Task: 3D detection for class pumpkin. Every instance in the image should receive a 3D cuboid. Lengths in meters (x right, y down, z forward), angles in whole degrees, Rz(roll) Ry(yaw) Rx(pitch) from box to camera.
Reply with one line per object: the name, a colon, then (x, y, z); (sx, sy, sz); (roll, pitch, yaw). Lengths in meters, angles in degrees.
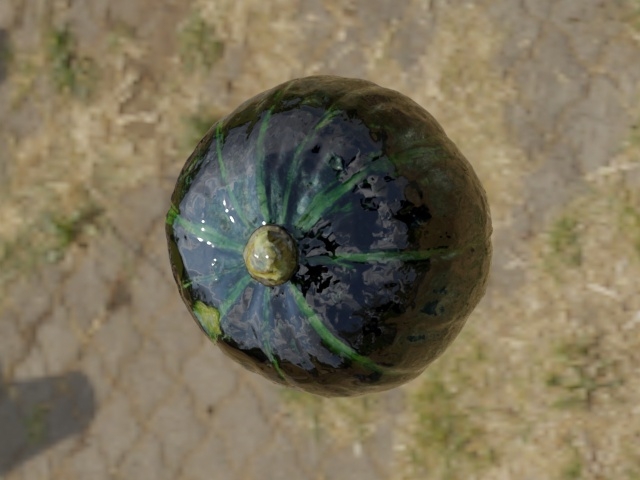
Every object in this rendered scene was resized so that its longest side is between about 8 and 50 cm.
pumpkin: (0.000, 0.000, 1.648); (0.315, 0.238, 0.315); (2, 94, 32)
